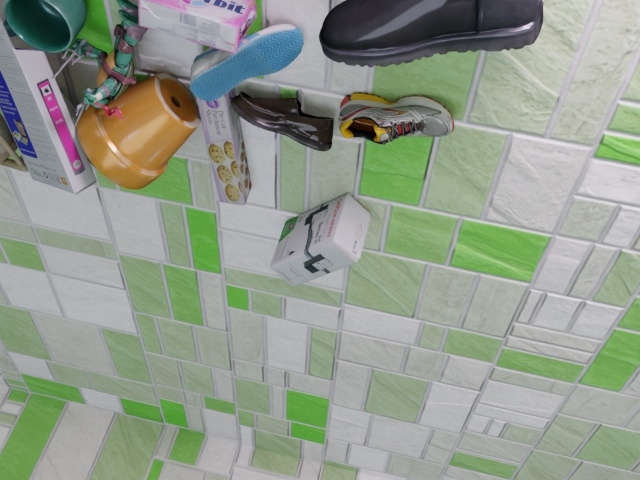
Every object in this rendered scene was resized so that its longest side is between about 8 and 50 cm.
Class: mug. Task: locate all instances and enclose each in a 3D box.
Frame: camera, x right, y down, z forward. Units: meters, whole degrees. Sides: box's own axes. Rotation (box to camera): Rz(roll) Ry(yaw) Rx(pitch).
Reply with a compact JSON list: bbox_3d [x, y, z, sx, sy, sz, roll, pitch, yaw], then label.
[{"bbox_3d":[-0.519,-0.435,1.390,0.157,0.097,0.129,16,143,2],"label":"mug"}]

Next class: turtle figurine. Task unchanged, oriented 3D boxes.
[{"bbox_3d":[-0.402,-0.328,1.395,0.118,0.175,0.234,11,122,-47],"label":"turtle figurine"}]

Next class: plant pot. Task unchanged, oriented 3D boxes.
[{"bbox_3d":[-0.354,-0.236,1.515,0.188,0.205,0.205,-29,125,24],"label":"plant pot"}]

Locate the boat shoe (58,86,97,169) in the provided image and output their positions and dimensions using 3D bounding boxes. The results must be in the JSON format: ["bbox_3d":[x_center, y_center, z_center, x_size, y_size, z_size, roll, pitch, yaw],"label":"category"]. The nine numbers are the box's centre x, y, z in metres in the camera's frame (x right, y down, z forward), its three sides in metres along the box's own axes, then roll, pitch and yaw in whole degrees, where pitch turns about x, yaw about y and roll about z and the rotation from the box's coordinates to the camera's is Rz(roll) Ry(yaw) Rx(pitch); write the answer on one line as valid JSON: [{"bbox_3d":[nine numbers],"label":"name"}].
[{"bbox_3d":[-0.546,-0.249,1.650,0.084,0.095,0.258,7,152,5],"label":"boat shoe"}]

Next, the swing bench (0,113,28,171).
[{"bbox_3d":[-0.764,-0.287,1.610,0.254,0.165,0.253,0,140,20],"label":"swing bench"}]

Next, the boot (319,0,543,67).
[{"bbox_3d":[0.134,-0.476,1.057,0.366,0.146,0.445,-5,141,13],"label":"boot"}]

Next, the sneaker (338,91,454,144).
[{"bbox_3d":[0.142,-0.218,1.421,0.225,0.093,0.088,4,141,14],"label":"sneaker"}]

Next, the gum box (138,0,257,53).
[{"bbox_3d":[-0.211,-0.406,1.306,0.188,0.107,0.062,17,143,0],"label":"gum box"}]

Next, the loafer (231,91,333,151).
[{"bbox_3d":[-0.070,-0.253,1.484,0.220,0.080,0.078,22,109,-5],"label":"loafer"}]

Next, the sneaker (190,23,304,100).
[{"bbox_3d":[-0.141,-0.347,1.373,0.228,0.092,0.087,-21,140,12],"label":"sneaker"}]

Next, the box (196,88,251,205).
[{"bbox_3d":[-0.202,-0.206,1.586,0.067,0.063,0.324,8,141,9],"label":"box"}]

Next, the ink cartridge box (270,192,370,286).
[{"bbox_3d":[0.000,0.000,1.697,0.208,0.153,0.087,-23,127,38],"label":"ink cartridge box"}]

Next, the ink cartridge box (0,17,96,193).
[{"bbox_3d":[-0.580,-0.275,1.481,0.175,0.069,0.371,17,135,38],"label":"ink cartridge box"}]
